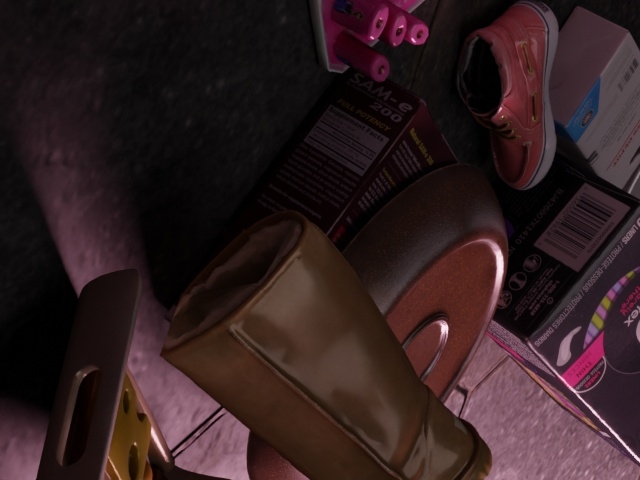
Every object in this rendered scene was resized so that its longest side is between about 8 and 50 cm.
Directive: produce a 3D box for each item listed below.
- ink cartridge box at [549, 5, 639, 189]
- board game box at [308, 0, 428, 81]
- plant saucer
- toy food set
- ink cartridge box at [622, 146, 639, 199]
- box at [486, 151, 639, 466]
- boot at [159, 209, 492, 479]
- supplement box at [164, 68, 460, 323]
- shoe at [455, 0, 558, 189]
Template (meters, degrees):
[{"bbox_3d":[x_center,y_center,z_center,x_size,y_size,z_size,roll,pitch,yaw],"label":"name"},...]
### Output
[{"bbox_3d":[0.251,-0.122,1.601,0.104,0.060,0.180,-56,150,-5],"label":"ink cartridge box"},{"bbox_3d":[0.125,-0.352,1.208,0.390,0.050,0.390,-43,147,-25],"label":"board game box"},{"bbox_3d":[0.059,0.085,1.390,0.310,0.050,0.311,-42,152,-29],"label":"plant saucer"},{"bbox_3d":[-0.113,0.192,1.205,0.306,0.092,0.220,74,19,-52],"label":"toy food set"},{"bbox_3d":[0.349,-0.022,1.801,0.261,0.066,0.296,15,105,-49],"label":"ink cartridge box"},{"bbox_3d":[0.258,0.068,1.620,0.165,0.143,0.270,-50,132,-3],"label":"box"},{"bbox_3d":[-0.027,0.141,1.231,0.236,0.089,0.269,-47,127,-7],"label":"boot"},{"bbox_3d":[0.000,0.000,1.325,0.239,0.073,0.130,-53,152,-8],"label":"supplement box"},{"bbox_3d":[0.151,-0.110,1.466,0.081,0.063,0.178,-31,136,-37],"label":"shoe"}]
